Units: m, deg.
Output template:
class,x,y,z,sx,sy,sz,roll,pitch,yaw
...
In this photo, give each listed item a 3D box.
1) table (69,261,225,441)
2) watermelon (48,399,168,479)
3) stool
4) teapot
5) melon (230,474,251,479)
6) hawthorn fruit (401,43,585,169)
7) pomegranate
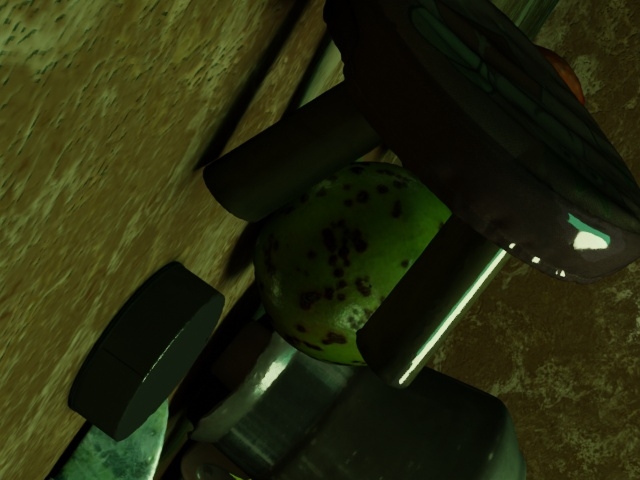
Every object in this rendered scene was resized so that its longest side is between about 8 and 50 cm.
class,x,y,z,sx,sy,sz,roll,pitch,yaw
table,-0.126,0.082,0.778,0.133,0.043,0.133,-54,173,-10
watermelon,-0.176,0.176,0.880,0.180,0.081,0.094,-51,-160,12
stool,0.075,-0.051,0.718,0.178,0.272,0.272,-43,180,25
teapot,0.011,0.253,1.268,0.376,0.362,0.305,-46,-176,36
melon,-0.109,0.394,1.598,0.343,0.226,0.331,-49,163,-46
hawthorn fruit,0.226,-0.125,1.458,0.276,0.276,0.307,-53,-173,-21
pomegranate,0.032,0.005,1.020,0.211,0.211,0.263,-60,-144,36
